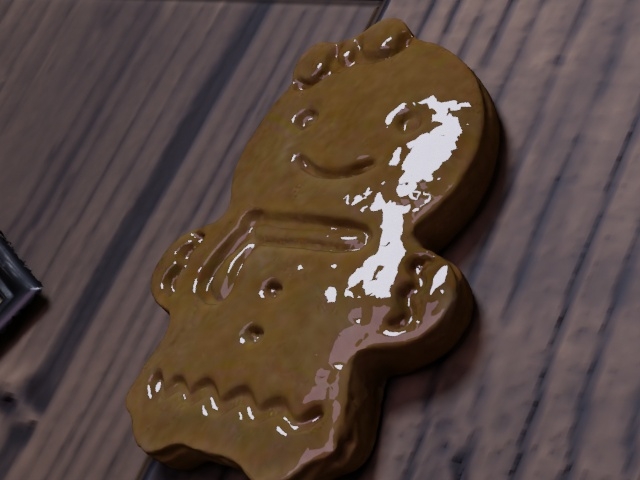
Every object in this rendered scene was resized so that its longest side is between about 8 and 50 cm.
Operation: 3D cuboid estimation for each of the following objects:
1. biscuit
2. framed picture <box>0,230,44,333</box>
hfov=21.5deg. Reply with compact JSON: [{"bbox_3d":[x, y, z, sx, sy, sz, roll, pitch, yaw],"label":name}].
[{"bbox_3d":[0.001,0.003,0.582,0.133,0.027,0.184,22,73,46],"label":"biscuit"},{"bbox_3d":[-0.223,0.046,0.728,0.195,0.010,0.199,-47,43,-2],"label":"framed picture"}]
